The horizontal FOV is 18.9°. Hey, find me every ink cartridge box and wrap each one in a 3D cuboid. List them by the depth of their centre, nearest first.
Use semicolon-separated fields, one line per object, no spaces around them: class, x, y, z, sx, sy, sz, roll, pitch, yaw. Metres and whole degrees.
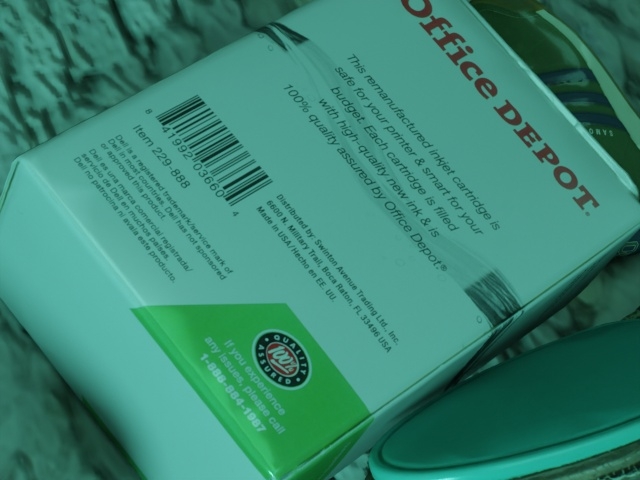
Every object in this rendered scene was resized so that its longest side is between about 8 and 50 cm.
ink cartridge box;0.000;0.000;1.032;0.289;0.121;0.211;-31;75;-33

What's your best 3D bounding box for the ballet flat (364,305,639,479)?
ballet flat;0.230;0.083;1.052;0.483;0.164;0.182;-34;115;-33

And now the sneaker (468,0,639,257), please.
sneaker;0.138;-0.068;1.160;0.086;0.064;0.192;-32;78;-38
